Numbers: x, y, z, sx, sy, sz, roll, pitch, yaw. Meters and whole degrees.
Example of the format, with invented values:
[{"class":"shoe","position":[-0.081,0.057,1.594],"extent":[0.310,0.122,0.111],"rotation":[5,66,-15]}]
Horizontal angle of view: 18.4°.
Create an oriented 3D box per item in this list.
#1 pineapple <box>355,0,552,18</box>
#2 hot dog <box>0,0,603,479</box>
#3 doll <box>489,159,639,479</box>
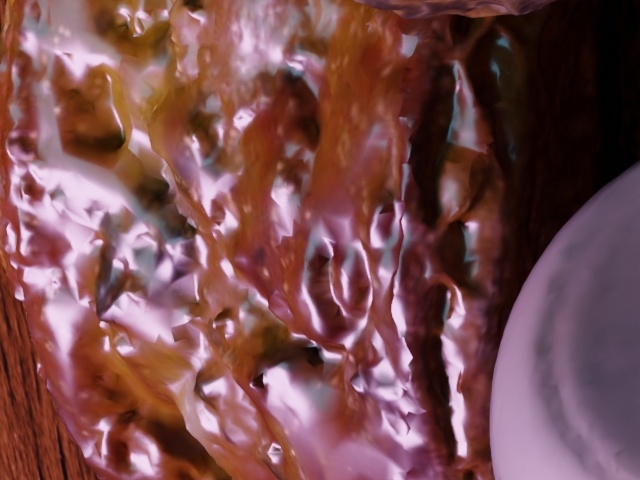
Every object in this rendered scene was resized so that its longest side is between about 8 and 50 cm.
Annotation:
[{"class":"pineapple","position":[0.034,-0.247,0.596],"extent":[0.175,0.175,0.361],"rotation":[-30,67,57]},{"class":"hot dog","position":[0.000,0.000,0.775],"extent":[0.267,0.174,0.387],"rotation":[15,116,41]},{"class":"doll","position":[0.169,0.075,0.570],"extent":[0.251,0.221,0.221],"rotation":[-14,92,30]}]
